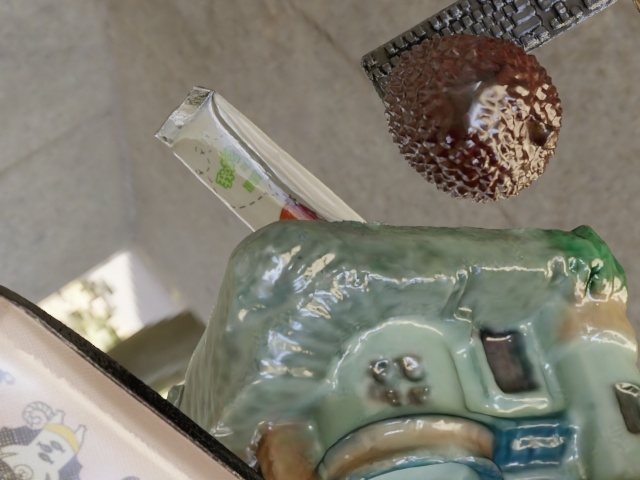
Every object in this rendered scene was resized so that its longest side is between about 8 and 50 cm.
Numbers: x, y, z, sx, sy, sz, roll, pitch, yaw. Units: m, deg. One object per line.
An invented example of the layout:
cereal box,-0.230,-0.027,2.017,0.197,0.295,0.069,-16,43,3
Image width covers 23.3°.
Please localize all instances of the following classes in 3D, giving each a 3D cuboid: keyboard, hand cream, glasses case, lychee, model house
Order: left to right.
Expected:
glasses case,-0.104,0.133,0.750,0.314,0.122,0.075,43,-165,-28
hand cream,0.000,0.000,1.310,0.336,0.076,0.121,43,148,-2
model house,0.081,0.170,0.895,0.194,0.267,0.325,115,148,-48
lychee,0.107,-0.092,1.103,0.129,0.123,0.123,44,156,29
keyboard,0.147,-0.182,1.312,0.072,0.231,0.023,61,-170,3

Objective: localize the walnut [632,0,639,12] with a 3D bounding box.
walnut,0.170,-0.110,0.432,0.170,0.069,0.143,4,107,17
